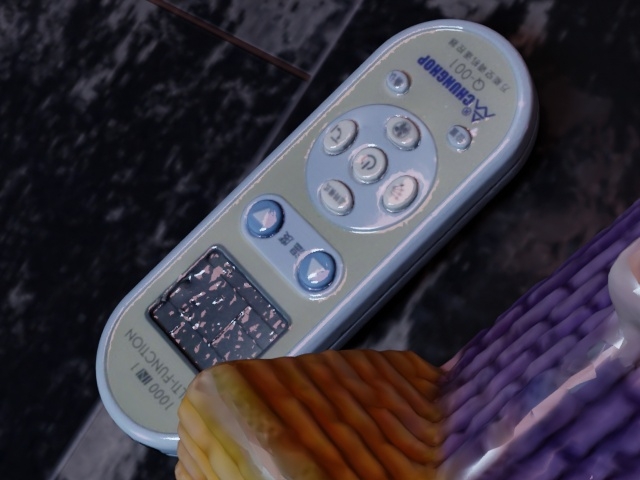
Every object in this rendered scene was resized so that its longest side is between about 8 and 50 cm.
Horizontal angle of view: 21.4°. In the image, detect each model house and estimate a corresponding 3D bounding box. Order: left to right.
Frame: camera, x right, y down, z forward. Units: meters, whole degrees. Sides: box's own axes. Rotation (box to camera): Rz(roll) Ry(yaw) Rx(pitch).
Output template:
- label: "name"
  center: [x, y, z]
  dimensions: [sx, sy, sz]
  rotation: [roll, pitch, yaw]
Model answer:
- label: "model house"
  center: [0.094, 0.117, 0.583]
  dimensions: [0.237, 0.237, 0.202]
  rotation: [-36, 62, 3]

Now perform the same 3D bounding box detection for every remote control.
- label: "remote control"
  center: [0.000, 0.000, 0.763]
  dimensions: [0.244, 0.047, 0.087]
  rotation: [-44, 67, -1]
